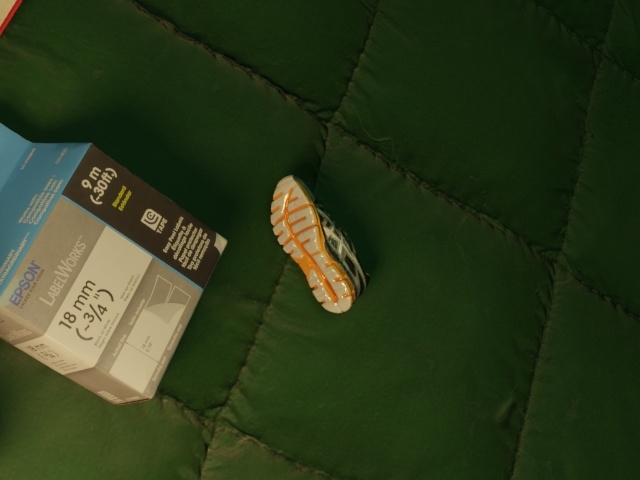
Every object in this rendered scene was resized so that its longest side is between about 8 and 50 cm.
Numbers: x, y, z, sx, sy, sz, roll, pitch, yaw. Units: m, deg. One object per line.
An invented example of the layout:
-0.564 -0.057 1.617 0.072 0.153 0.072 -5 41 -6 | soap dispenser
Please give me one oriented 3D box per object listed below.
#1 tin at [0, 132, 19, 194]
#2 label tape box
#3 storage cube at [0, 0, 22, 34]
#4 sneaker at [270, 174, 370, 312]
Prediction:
-0.465 -0.080 1.152 0.190 0.040 0.106 -28 86 -34 | tin
-0.310 0.017 1.146 0.334 0.106 0.240 37 59 -25 | label tape box
-0.487 -0.338 1.115 0.184 0.215 0.193 -28 89 -43 | storage cube
0.000 0.000 1.382 0.083 0.084 0.215 -29 94 -47 | sneaker
